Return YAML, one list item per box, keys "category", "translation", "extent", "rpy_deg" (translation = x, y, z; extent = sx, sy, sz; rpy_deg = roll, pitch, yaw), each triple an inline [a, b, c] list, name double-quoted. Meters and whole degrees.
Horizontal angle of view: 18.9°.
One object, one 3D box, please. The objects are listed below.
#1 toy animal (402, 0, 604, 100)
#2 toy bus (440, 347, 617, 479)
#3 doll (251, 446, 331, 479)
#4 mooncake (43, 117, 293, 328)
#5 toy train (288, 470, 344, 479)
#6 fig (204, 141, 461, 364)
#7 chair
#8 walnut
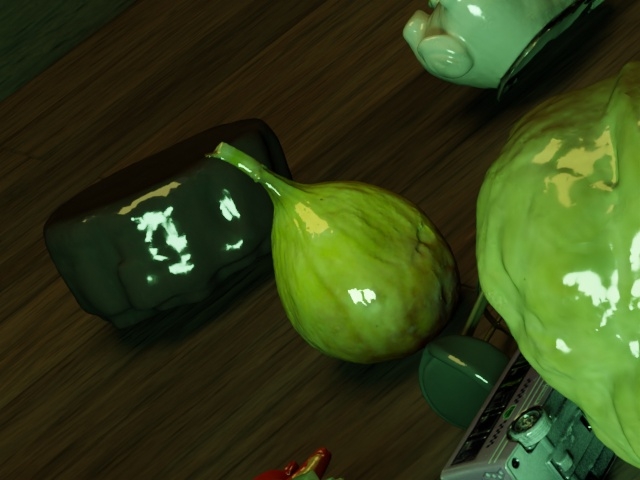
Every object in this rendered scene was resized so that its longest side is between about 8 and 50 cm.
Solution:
- category: "toy animal"
  translation: [0.210, -0.268, 2.103]
  extent: [0.208, 0.154, 0.325]
  rpy_deg: [-48, -7, 22]
- category: "toy bus"
  translation: [0.164, 0.128, 1.371]
  extent: [0.098, 0.087, 0.178]
  rpy_deg: [-19, 26, 48]
- category: "doll"
  translation: [-0.053, 0.239, 1.487]
  extent: [0.109, 0.057, 0.169]
  rpy_deg: [-34, 26, 52]
- category: "mooncake"
  translation: [-0.156, -0.018, 2.080]
  extent: [0.283, 0.141, 0.283]
  rpy_deg: [-24, 14, 7]
- category: "toy train"
  translation: [-0.043, 0.246, 1.357]
  extent: [0.194, 0.125, 0.081]
  rpy_deg: [-26, 18, 16]
- category: "fig"
  translation: [0.000, 0.000, 1.668]
  extent: [0.159, 0.257, 0.159]
  rpy_deg: [-42, 21, 20]
- category: "chair"
  translation: [0.145, 0.074, 1.525]
  extent: [0.095, 0.104, 0.221]
  rpy_deg: [-50, 1, 40]
- category: "walnut"
  translation: [0.257, 0.008, 1.240]
  extent: [0.282, 0.277, 0.253]
  rpy_deg: [-19, 13, 42]
